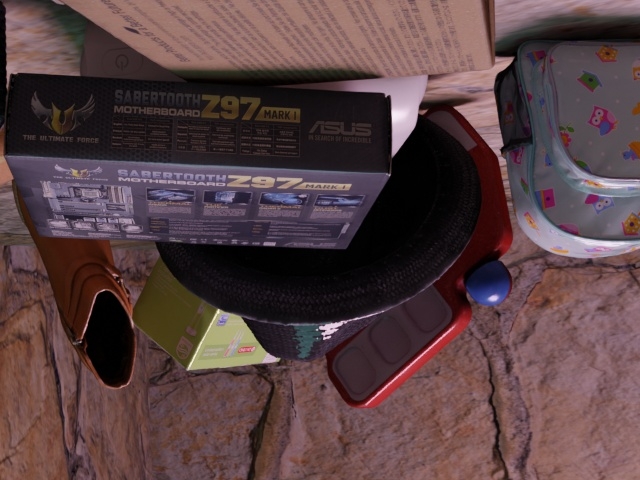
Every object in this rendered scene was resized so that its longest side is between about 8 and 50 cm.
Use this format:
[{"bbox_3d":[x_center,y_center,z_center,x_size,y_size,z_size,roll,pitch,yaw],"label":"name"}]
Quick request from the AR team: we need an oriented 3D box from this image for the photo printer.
[{"bbox_3d":[-0.050,-0.115,0.897,0.256,0.107,0.307,-2,176,-3],"label":"photo printer"}]

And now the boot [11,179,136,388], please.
[{"bbox_3d":[-0.289,0.028,1.336,0.109,0.283,0.220,-12,-161,-14],"label":"boot"}]

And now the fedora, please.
[{"bbox_3d":[0.000,0.000,1.089,0.334,0.334,0.152,-1,132,1],"label":"fedora"}]

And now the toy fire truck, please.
[{"bbox_3d":[0.089,0.010,1.273,0.302,0.254,0.169,-42,154,15],"label":"toy fire truck"}]

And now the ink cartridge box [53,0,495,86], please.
[{"bbox_3d":[-0.009,-0.146,0.593,0.193,0.088,0.235,-1,177,10],"label":"ink cartridge box"}]

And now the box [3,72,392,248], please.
[{"bbox_3d":[-0.081,-0.047,0.752,0.233,0.059,0.183,2,166,-7],"label":"box"}]

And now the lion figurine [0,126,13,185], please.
[{"bbox_3d":[-0.362,-0.084,1.165,0.392,0.142,0.240,-16,158,-18],"label":"lion figurine"}]

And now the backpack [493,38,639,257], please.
[{"bbox_3d":[0.244,-0.081,0.977,0.166,0.188,0.144,-1,176,-8],"label":"backpack"}]

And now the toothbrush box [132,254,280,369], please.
[{"bbox_3d":[-0.086,0.015,1.443,0.122,0.283,0.206,37,-162,27],"label":"toothbrush box"}]

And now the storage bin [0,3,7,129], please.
[{"bbox_3d":[-0.305,-0.120,0.842,0.122,0.084,0.180,-1,177,-22],"label":"storage bin"}]
